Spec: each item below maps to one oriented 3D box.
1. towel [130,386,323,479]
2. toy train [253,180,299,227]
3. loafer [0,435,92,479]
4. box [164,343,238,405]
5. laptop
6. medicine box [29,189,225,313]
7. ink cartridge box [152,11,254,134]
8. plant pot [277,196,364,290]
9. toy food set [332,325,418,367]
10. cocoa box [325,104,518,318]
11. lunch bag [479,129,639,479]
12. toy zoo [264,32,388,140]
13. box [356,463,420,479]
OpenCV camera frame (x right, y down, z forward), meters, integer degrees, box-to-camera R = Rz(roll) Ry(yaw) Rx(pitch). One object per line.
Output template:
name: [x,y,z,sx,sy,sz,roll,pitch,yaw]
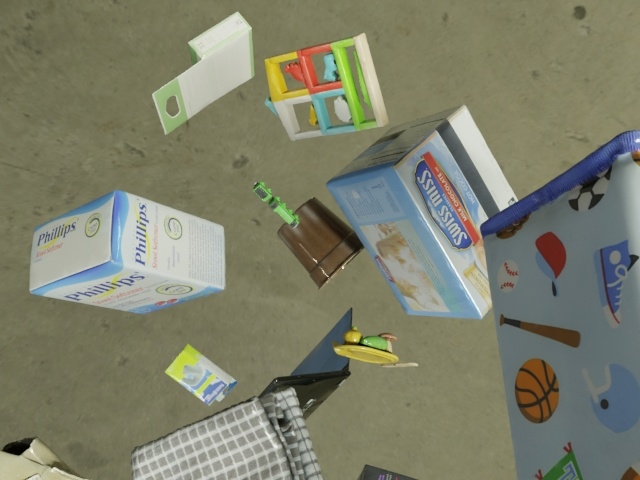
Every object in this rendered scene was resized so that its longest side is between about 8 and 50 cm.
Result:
towel: [-0.137,0.368,0.924,0.284,0.121,0.235,-29,63,19]
toy train: [-0.058,-0.046,0.850,0.017,0.023,0.083,-40,114,12]
loafer: [-0.335,0.278,0.751,0.268,0.102,0.092,27,57,-40]
box: [-0.330,0.379,1.781,0.178,0.042,0.109,39,118,-6]
laptop: [-0.104,0.400,1.864,0.408,0.236,0.382,5,134,-42]
medicine box: [-0.387,0.037,1.310,0.263,0.289,0.149,-18,67,32]
ink cartridge box: [-0.239,-0.330,1.282,0.235,0.171,0.056,-36,78,-14]
plant pot: [0.000,0.000,1.472,0.167,0.167,0.165,-44,84,-3]
toy food set: [0.130,0.262,1.612,0.218,0.128,0.071,22,65,-32]
cocoa box: [0.225,-0.046,1.275,0.228,0.231,0.347,-41,107,-27]
lunch bag: [0.369,0.111,0.539,0.385,0.239,0.327,8,68,-21]
toy zoo: [-0.008,-0.320,1.386,0.030,0.293,0.192,-42,122,-46]
box: [0.228,0.781,1.846,0.270,0.165,0.143,17,135,1]
